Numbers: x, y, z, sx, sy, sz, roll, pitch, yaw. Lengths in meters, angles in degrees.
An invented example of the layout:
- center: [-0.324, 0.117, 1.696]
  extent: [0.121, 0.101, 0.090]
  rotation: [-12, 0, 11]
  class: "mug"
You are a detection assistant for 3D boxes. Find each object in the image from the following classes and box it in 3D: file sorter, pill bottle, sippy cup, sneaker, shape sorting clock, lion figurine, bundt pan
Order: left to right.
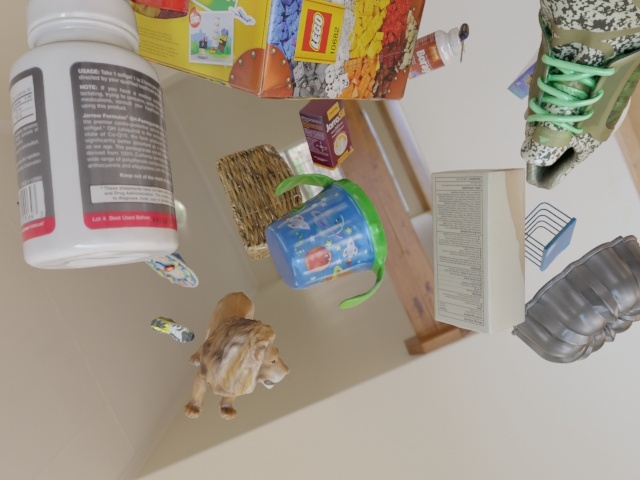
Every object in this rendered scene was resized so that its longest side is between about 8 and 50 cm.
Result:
- center: [-0.282, -0.132, 0.657]
  extent: [0.176, 0.176, 0.319]
  rotation: [30, -128, -81]
  class: "pill bottle"
- center: [-0.467, 0.084, 1.626]
  extent: [0.040, 0.206, 0.206]
  rotation: [-59, -42, -32]
  class: "shape sorting clock"
- center: [-0.273, 0.162, 0.986]
  extent: [0.083, 0.031, 0.035]
  rotation: [26, -171, -7]
  class: "sneaker"
- center: [-0.179, 0.194, 1.055]
  extent: [0.142, 0.240, 0.392]
  rotation: [15, -162, -22]
  class: "lion figurine"
- center: [0.000, 0.000, 1.239]
  extent: [0.305, 0.224, 0.240]
  rotation: [43, 151, 50]
  class: "sippy cup"
- center: [0.382, -0.650, 1.827]
  extent: [0.121, 0.216, 0.121]
  rotation: [35, -132, -50]
  class: "pill bottle"
- center: [0.629, -0.012, 1.487]
  extent: [0.104, 0.118, 0.170]
  rotation: [44, 175, 30]
  class: "file sorter"
- center: [0.326, -0.183, 0.673]
  extent: [0.158, 0.182, 0.410]
  rotation: [24, 171, 28]
  class: "sneaker"
- center: [0.582, 0.146, 1.126]
  extent: [0.124, 0.330, 0.331]
  rotation: [56, 179, 33]
  class: "bundt pan"

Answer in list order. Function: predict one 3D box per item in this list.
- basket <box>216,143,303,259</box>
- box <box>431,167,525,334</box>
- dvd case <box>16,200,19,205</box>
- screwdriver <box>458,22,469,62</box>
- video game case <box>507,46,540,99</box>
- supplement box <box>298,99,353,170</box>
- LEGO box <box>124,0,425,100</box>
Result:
- center: [-0.164, -0.116, 1.597]
  extent: [0.223, 0.213, 0.299]
  rotation: [101, 149, -80]
  class: "basket"
- center: [0.315, 0.015, 1.057]
  extent: [0.148, 0.121, 0.311]
  rotation: [10, 106, 53]
  class: "box"
- center: [-0.506, -0.095, 1.157]
  extent: [0.253, 0.180, 0.022]
  rotation: [28, 167, 8]
  class: "dvd case"
- center: [0.316, -0.444, 1.186]
  extent: [0.024, 0.025, 0.170]
  rotation: [-59, 6, 48]
  class: "screwdriver"
- center: [0.629, -0.515, 1.384]
  extent: [0.061, 0.244, 0.269]
  rotation: [39, 179, 1]
  class: "video game case"
- center: [0.019, -0.304, 1.475]
  extent: [0.080, 0.104, 0.188]
  rotation: [22, 147, 31]
  class: "supplement box"
- center: [-0.134, -0.392, 0.913]
  extent: [0.372, 0.500, 0.193]
  rotation: [-17, -55, -49]
  class: "LEGO box"
